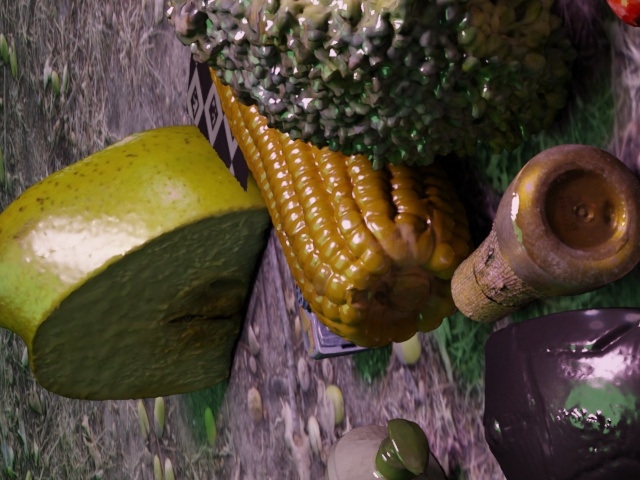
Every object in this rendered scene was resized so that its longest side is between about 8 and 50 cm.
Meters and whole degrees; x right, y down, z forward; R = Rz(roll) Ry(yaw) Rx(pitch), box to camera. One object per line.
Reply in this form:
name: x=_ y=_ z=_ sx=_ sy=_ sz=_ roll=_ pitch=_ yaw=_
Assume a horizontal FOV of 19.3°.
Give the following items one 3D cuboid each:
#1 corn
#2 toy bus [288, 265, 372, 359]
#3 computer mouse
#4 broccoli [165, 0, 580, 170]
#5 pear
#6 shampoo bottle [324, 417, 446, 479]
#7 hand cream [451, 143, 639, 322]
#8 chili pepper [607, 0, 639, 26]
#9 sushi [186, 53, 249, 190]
corn: x=0.004 y=-0.072 z=1.341 sx=0.344 sy=0.131 sz=0.131 roll=-117 pitch=29 yaw=-42
toy bus: x=0.000 y=0.000 z=1.467 sx=0.075 sy=0.064 sz=0.190 roll=130 pitch=130 yaw=-70
computer mouse: x=0.147 y=0.101 z=1.097 sx=0.217 sy=0.073 sz=0.122 roll=150 pitch=112 yaw=-69
broccoli: x=0.025 y=-0.161 z=1.148 sx=0.288 sy=0.235 sz=0.260 roll=25 pitch=129 yaw=23
pear: x=-0.192 y=0.022 z=1.726 sx=0.159 sy=0.292 sz=0.292 roll=58 pitch=148 yaw=32
shampoo bottle: x=0.039 y=0.216 z=1.388 sx=0.234 sy=0.087 sz=0.118 roll=105 pitch=151 yaw=-42
hand cream: x=0.127 y=0.011 z=1.135 sx=0.203 sy=0.084 sz=0.084 roll=126 pitch=135 yaw=-70
chili pepper: x=0.151 y=-0.193 z=1.028 sx=0.088 sy=0.065 sz=0.169 roll=130 pitch=127 yaw=-63
sushi: x=-0.058 y=-0.185 z=1.591 sx=0.219 sy=0.047 sz=0.231 roll=-128 pitch=42 yaw=-62
